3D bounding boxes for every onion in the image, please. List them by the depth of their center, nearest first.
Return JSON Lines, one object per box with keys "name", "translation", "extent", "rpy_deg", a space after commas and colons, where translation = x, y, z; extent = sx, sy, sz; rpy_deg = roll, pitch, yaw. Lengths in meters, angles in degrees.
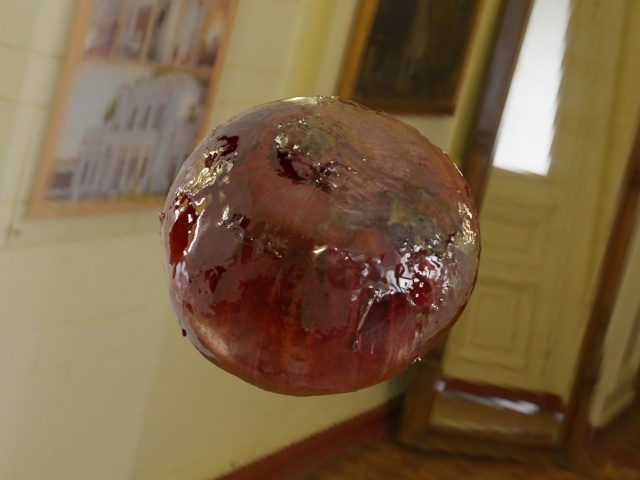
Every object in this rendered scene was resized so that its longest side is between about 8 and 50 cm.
{"name": "onion", "translation": [0.000, 0.000, 1.185], "extent": [0.276, 0.276, 0.276], "rpy_deg": [14, 10, -3]}
